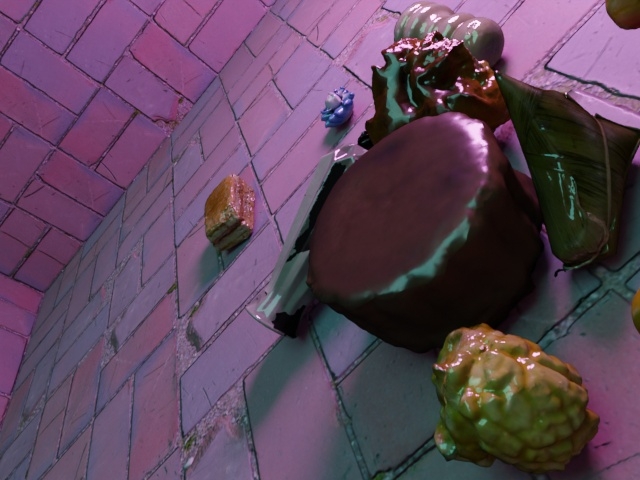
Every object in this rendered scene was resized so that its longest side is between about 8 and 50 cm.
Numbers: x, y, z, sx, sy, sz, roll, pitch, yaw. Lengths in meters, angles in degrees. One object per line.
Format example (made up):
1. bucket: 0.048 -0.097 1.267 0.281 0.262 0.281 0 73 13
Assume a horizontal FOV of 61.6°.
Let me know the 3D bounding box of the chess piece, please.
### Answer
1. chess piece: 0.258 -0.394 1.053 0.133 0.133 0.243 -51 34 6

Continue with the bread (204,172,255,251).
1. bread: -0.250 -0.076 1.469 0.138 0.102 0.196 -40 34 28

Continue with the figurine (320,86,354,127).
1. figurine: 0.038 -0.326 1.331 0.114 0.079 0.114 -28 43 30

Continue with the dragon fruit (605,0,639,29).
1. dragon fruit: 0.441 -0.338 0.561 0.189 0.290 0.291 28 83 39

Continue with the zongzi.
1. zongzi: 0.271 -0.082 0.638 0.094 0.204 0.205 -31 34 65

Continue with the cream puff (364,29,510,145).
1. cream puff: 0.190 -0.227 0.891 0.268 0.154 0.241 9 91 44

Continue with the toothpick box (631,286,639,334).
1. toothpick box: 0.393 -0.006 0.419 0.271 0.175 0.175 -55 30 -7

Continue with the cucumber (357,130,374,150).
1. cucumber: 0.195 -0.229 1.019 0.300 0.072 0.072 -22 43 38

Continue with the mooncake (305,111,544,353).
1. mooncake: 0.143 -0.005 0.757 0.324 0.187 0.324 -34 35 29

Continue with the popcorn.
1. popcorn: 0.192 0.161 0.558 0.173 0.173 0.143 -9 69 51

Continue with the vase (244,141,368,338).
1. vase: 0.000 0.000 0.996 0.360 0.165 0.165 -58 30 1
